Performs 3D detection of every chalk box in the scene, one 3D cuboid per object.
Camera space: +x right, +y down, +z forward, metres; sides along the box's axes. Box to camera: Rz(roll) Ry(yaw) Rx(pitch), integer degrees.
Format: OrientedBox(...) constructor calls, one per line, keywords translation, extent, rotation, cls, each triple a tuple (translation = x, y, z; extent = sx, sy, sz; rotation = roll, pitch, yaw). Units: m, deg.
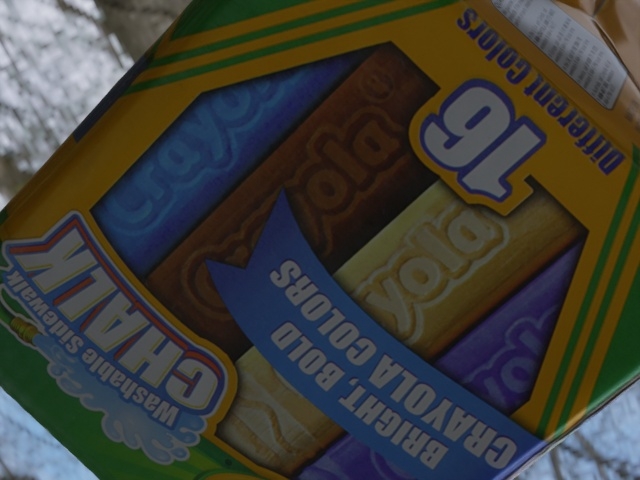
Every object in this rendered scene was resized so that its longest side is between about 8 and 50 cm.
OrientedBox(translation=(0.000, 0.000, 0.664), extent=(0.289, 0.179, 0.180), rotation=(-42, -173, 30), cls="chalk box")
